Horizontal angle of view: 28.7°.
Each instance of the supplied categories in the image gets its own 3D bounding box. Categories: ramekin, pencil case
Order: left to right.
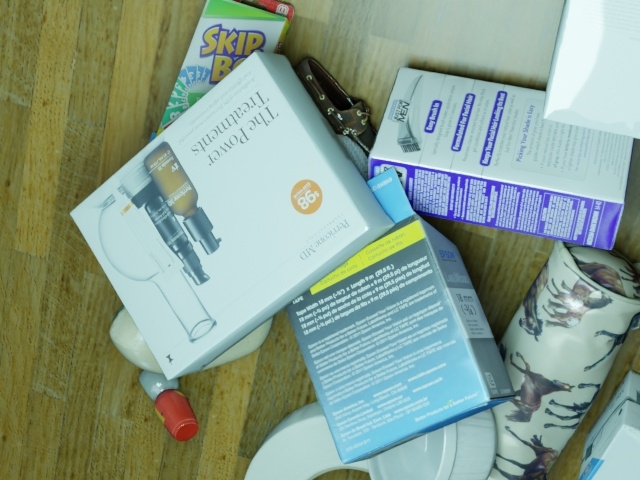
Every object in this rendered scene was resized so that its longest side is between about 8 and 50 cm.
[{"bbox_3d":[0.163,0.289,1.810,0.109,0.207,0.207,9,118,-29],"label":"ramekin"},{"bbox_3d":[0.339,0.195,1.821,0.184,0.160,0.410,14,116,-21],"label":"pencil case"}]

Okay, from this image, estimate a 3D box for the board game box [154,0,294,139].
[{"bbox_3d":[-0.137,-0.236,1.793,0.124,0.039,0.259,20,85,12],"label":"board game box"}]

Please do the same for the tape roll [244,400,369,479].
[{"bbox_3d":[0.061,0.442,2.036,0.392,0.072,0.392,5,111,12],"label":"tape roll"}]

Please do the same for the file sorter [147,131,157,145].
[{"bbox_3d":[-0.209,-0.074,1.888,0.118,0.104,0.170,29,115,11],"label":"file sorter"}]

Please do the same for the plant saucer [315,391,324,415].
[{"bbox_3d":[0.086,0.220,1.919,0.195,0.037,0.195,-1,84,6],"label":"plant saucer"}]

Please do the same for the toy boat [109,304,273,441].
[{"bbox_3d":[-0.217,0.159,1.945,0.148,0.267,0.318,52,137,41],"label":"toy boat"}]

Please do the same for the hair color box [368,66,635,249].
[{"bbox_3d":[0.249,-0.115,1.706,0.339,0.185,0.110,12,141,9],"label":"hair color box"}]

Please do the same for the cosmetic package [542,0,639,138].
[{"bbox_3d":[0.376,-0.274,1.601,0.138,0.224,0.224,11,112,10],"label":"cosmetic package"}]

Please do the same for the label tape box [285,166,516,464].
[{"bbox_3d":[0.088,0.103,1.695,0.241,0.106,0.333,-28,74,27],"label":"label tape box"}]

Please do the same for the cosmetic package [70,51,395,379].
[{"bbox_3d":[-0.128,-0.029,1.697,0.377,0.097,0.284,-38,79,24],"label":"cosmetic package"}]

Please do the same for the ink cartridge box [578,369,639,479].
[{"bbox_3d":[0.445,0.295,1.815,0.082,0.190,0.139,29,114,4],"label":"ink cartridge box"}]

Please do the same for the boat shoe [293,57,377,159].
[{"bbox_3d":[0.034,-0.177,1.809,0.207,0.073,0.073,41,116,-3],"label":"boat shoe"}]

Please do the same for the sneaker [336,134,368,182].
[{"bbox_3d":[0.000,0.000,1.851,0.210,0.137,0.366,5,132,35],"label":"sneaker"}]
